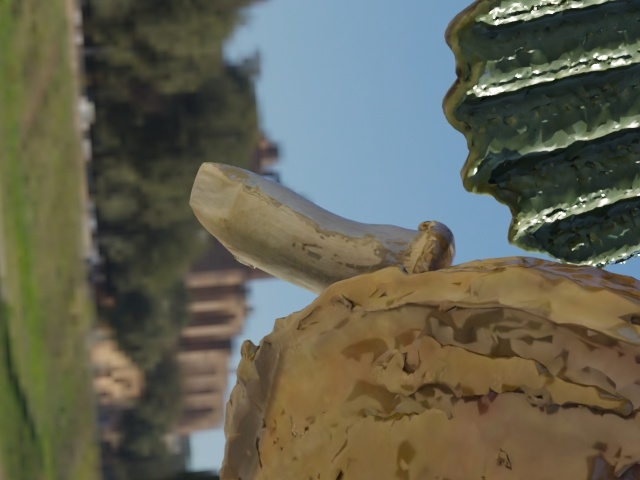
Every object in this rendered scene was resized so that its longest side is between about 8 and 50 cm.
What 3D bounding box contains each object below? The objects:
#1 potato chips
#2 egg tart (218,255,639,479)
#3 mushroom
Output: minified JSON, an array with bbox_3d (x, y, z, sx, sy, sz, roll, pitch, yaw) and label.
[{"bbox_3d":[0.278,-0.167,1.450,0.070,0.429,0.358,36,-44,56],"label":"potato chips"},{"bbox_3d":[0.090,0.167,0.859,0.150,0.352,0.352,-58,159,-44],"label":"egg tart"},{"bbox_3d":[0.000,0.000,1.445,0.071,0.209,0.084,-58,167,-59],"label":"mushroom"}]
